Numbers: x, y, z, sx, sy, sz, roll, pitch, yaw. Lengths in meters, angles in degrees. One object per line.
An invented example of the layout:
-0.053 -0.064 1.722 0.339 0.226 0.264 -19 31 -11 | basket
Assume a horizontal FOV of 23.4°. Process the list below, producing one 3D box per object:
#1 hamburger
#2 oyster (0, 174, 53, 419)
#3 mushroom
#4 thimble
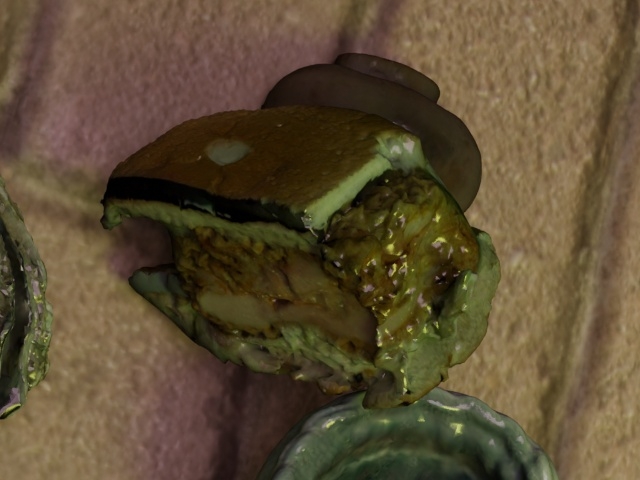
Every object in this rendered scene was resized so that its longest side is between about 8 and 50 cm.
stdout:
0.000 0.000 1.109 0.192 0.288 0.168 -33 124 -39 | hamburger
-0.278 0.060 1.086 0.198 0.112 0.268 31 78 11 | oyster
0.051 -0.075 1.225 0.188 0.117 0.141 21 85 -19 | mushroom
0.048 0.218 1.104 0.250 0.172 0.205 -9 63 -13 | thimble
